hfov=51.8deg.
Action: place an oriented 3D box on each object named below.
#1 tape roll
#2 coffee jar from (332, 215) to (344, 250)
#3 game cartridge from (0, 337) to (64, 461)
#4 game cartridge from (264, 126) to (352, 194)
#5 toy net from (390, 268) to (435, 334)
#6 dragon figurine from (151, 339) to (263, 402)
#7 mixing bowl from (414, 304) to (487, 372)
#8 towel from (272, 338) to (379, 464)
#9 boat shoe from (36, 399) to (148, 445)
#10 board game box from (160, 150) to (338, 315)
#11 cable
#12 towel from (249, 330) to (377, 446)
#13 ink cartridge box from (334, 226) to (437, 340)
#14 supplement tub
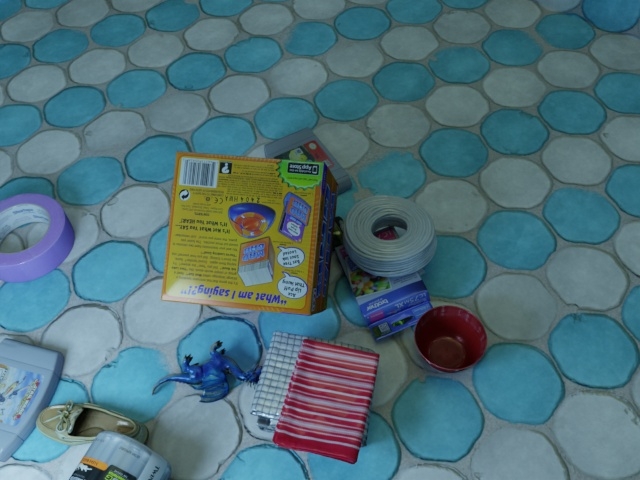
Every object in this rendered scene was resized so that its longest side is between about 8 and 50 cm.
[{"bbox_3d":[-0.887,-0.011,1.970,0.275,0.090,0.275,-2,53,3],"label":"tape roll"},{"bbox_3d":[0.000,0.000,1.919,0.184,0.079,0.096,-22,48,-13],"label":"coffee jar"},{"bbox_3d":[-0.793,0.399,1.679,0.198,0.062,0.297,9,54,15],"label":"game cartridge"},{"bbox_3d":[-0.055,-0.235,2.118,0.196,0.060,0.294,-28,56,-13],"label":"game cartridge"},{"bbox_3d":[0.242,0.158,1.813,0.122,0.045,0.232,-12,50,10],"label":"toy net"},{"bbox_3d":[-0.281,0.352,1.664,0.289,0.085,0.144,-22,55,-15],"label":"dragon figurine"},{"bbox_3d":[0.326,0.268,1.685,0.181,0.098,0.181,-1,54,2],"label":"mixing bowl"},{"bbox_3d":[0.017,0.366,1.530,0.199,0.031,0.275,11,57,9],"label":"towel"},{"bbox_3d":[-0.562,0.443,1.607,0.285,0.089,0.104,5,54,7],"label":"boat shoe"},{"bbox_3d":[-0.160,-0.009,1.680,0.356,0.356,0.356,5,87,7],"label":"board game box"},{"bbox_3d":[0.189,-0.018,1.803,0.257,0.089,0.257,-8,47,-3],"label":"cable"},{"bbox_3d":[-0.010,0.369,1.620,0.284,0.121,0.235,8,55,7],"label":"towel"},{"bbox_3d":[0.174,0.109,1.806,0.186,0.065,0.311,-22,50,-1],"label":"ink cartridge box"},{"bbox_3d":[-0.479,0.594,1.425,0.193,0.193,0.316,17,56,15],"label":"supplement tub"}]
